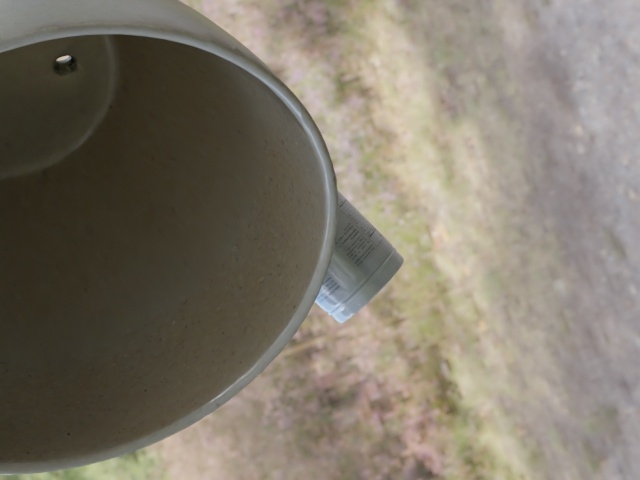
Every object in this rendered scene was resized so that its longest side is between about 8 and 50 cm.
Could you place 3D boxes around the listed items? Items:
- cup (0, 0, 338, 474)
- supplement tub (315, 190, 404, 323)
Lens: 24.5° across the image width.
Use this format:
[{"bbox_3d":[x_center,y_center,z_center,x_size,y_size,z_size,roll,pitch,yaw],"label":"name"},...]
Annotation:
[{"bbox_3d":[-0.183,-0.049,0.948,0.237,0.331,0.331,-121,16,-47],"label":"cup"},{"bbox_3d":[0.000,0.000,1.069,0.107,0.071,0.071,46,170,-4],"label":"supplement tub"}]
